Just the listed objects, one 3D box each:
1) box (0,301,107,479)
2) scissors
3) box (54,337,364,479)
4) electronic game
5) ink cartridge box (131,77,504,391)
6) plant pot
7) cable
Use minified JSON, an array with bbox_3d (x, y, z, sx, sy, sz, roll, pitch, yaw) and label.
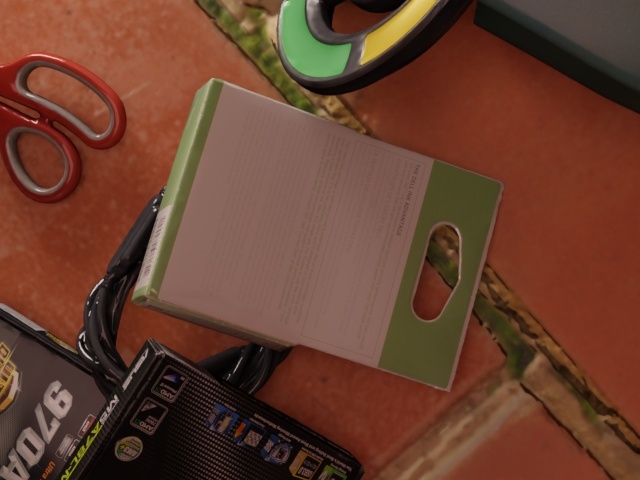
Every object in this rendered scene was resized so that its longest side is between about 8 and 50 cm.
[{"bbox_3d":[-0.233,0.182,1.363,0.175,0.051,0.220,32,93,9],"label":"box"},{"bbox_3d":[-0.285,-0.137,1.405,0.297,0.021,0.109,33,101,12],"label":"scissors"},{"bbox_3d":[-0.093,0.193,1.299,0.191,0.045,0.184,33,90,-23],"label":"box"},{"bbox_3d":[0.051,-0.203,1.270,0.048,0.229,0.229,32,93,-31],"label":"electronic game"},{"bbox_3d":[0.000,0.000,1.317,0.235,0.056,0.171,19,76,-14],"label":"ink cartridge box"},{"bbox_3d":[0.250,-0.166,1.251,0.234,0.165,0.165,33,93,2],"label":"plant pot"},{"bbox_3d":[-0.094,0.056,1.338,0.151,0.047,0.184,31,73,-3],"label":"cable"}]
